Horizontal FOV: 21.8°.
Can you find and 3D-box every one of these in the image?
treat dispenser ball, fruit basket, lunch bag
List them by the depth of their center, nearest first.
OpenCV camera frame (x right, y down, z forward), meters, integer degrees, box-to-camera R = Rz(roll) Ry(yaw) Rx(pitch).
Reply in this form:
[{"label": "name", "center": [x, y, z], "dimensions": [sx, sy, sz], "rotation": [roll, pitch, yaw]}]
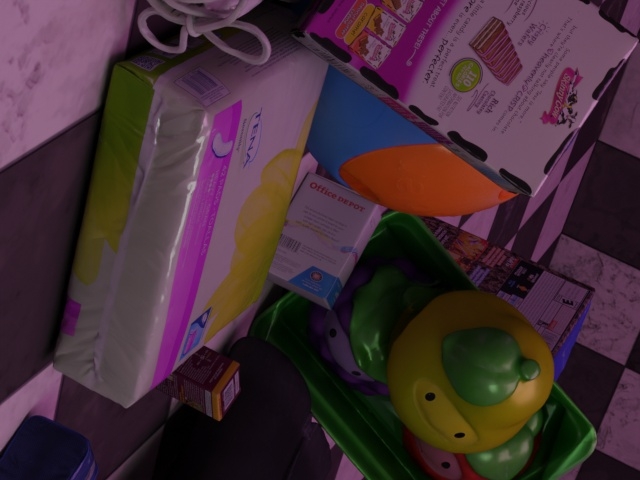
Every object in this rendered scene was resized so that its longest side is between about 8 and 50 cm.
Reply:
[{"label": "lunch bag", "center": [-0.233, 0.200, 1.403], "dimensions": [0.098, 0.067, 0.065], "rotation": [-57, 164, -27]}, {"label": "treat dispenser ball", "center": [0.107, -0.166, 1.520], "dimensions": [0.288, 0.288, 0.288], "rotation": [-56, 163, -27]}, {"label": "fruit basket", "center": [0.129, 0.159, 1.849], "dimensions": [0.283, 0.392, 0.392], "rotation": [-39, 169, 12]}]

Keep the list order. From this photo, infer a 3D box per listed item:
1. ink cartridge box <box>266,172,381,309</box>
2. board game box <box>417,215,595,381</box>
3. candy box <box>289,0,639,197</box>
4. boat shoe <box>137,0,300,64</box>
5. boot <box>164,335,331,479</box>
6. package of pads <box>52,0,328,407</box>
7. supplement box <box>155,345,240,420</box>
[{"label": "ink cartridge box", "center": [0.000, 0.000, 1.807], "dimensions": [0.122, 0.088, 0.052], "rotation": [-61, 163, -11]}, {"label": "board game box", "center": [0.180, 0.104, 2.170], "dimensions": [0.232, 0.291, 0.141], "rotation": [-42, 154, -59]}, {"label": "candy box", "center": [0.116, -0.164, 1.337], "dimensions": [0.159, 0.233, 0.071], "rotation": [-55, -168, -2]}, {"label": "boat shoe", "center": [-0.074, -0.200, 1.198], "dimensions": [0.156, 0.136, 0.367], "rotation": [-64, 175, 14]}, {"label": "boot", "center": [-0.133, 0.259, 1.671], "dimensions": [0.445, 0.146, 0.367], "rotation": [-55, 150, -42]}, {"label": "package of pads", "center": [-0.103, -0.037, 1.382], "dimensions": [0.229, 0.101, 0.296], "rotation": [-40, 153, -55]}, {"label": "supplement box", "center": [-0.123, 0.131, 1.622], "dimensions": [0.043, 0.083, 0.055], "rotation": [-55, 163, -30]}]
